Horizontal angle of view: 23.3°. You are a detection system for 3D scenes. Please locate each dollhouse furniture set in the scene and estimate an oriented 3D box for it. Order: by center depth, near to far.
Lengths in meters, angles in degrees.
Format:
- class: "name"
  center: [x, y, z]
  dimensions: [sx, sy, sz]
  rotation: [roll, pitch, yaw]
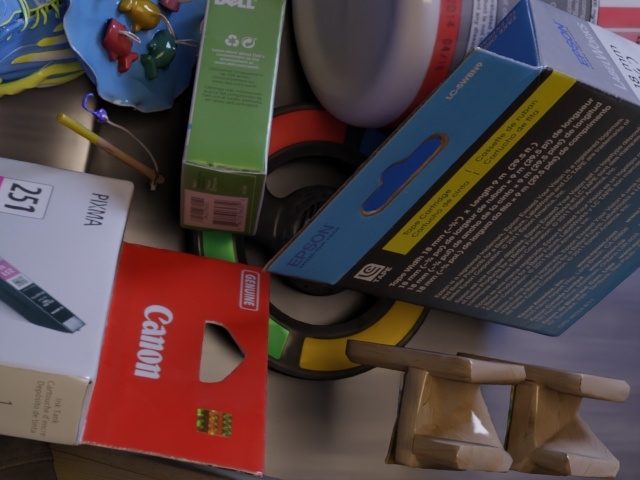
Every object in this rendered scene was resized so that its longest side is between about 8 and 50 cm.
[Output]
- class: "dollhouse furniture set"
  center: [-0.002, 0.250, 1.168]
  dimensions: [0.394, 0.256, 0.362]
  rotation: [12, 86, -44]

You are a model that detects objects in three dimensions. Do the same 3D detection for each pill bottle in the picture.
- class: "pill bottle"
  center: [0.178, -0.200, 1.286]
  dimensions: [0.363, 0.210, 0.210]
  rotation: [-3, 86, -27]

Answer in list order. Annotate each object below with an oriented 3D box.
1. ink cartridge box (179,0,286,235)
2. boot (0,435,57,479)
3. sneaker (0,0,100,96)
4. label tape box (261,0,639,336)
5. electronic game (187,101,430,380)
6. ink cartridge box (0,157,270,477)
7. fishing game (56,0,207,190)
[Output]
- class: "ink cartridge box"
  center: [-0.065, -0.120, 1.190]
  dimensions: [0.062, 0.109, 0.209]
  rotation: [7, 65, -4]
- class: "boot"
  center: [-0.334, 0.170, 1.053]
  dimensions: [0.338, 0.118, 0.222]
  rotation: [-6, 66, -11]
- class: "sneaker"
  center: [-0.222, -0.154, 1.130]
  dimensions: [0.240, 0.126, 0.091]
  rotation: [-26, 96, -26]
- class: "label tape box"
  center: [0.134, -0.057, 1.171]
  dimensions: [0.334, 0.240, 0.106]
  rotation: [15, 40, -41]
- class: "electronic game"
  center: [0.000, 0.000, 1.267]
  dimensions: [0.229, 0.048, 0.229]
  rotation: [3, 83, -26]
- class: "ink cartridge box"
  center: [-0.148, 0.041, 1.045]
  dimensions: [0.239, 0.275, 0.060]
  rotation: [10, 117, -6]
- class: "fishing game"
  center: [-0.130, -0.188, 1.176]
  dimensions: [0.189, 0.041, 0.264]
  rotation: [42, 56, -55]
